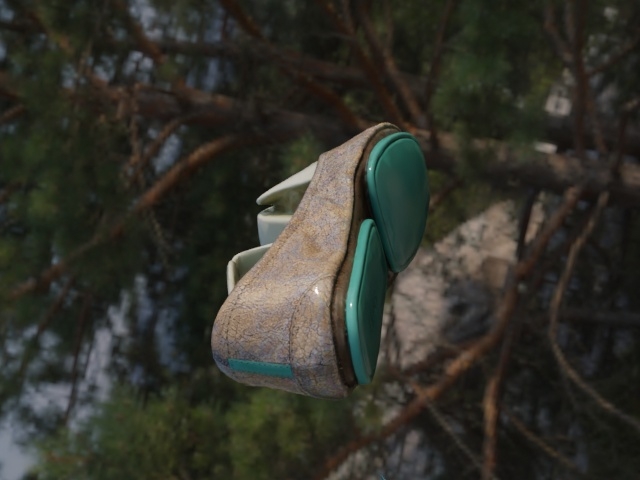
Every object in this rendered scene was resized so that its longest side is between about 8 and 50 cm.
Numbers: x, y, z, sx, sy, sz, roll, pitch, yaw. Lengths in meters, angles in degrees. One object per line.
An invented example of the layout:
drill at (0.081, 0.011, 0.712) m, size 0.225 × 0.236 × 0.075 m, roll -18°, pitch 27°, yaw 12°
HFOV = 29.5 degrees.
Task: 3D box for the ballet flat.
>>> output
ballet flat at (0.000, 0.000, 0.800) m, size 0.316 × 0.106 × 0.107 m, roll -59°, pitch -40°, yaw -65°

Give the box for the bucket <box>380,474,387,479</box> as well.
bucket at (0.025, 0.325, 0.842) m, size 0.281 × 0.183 × 0.281 m, roll -50°, pitch -8°, yaw -9°
